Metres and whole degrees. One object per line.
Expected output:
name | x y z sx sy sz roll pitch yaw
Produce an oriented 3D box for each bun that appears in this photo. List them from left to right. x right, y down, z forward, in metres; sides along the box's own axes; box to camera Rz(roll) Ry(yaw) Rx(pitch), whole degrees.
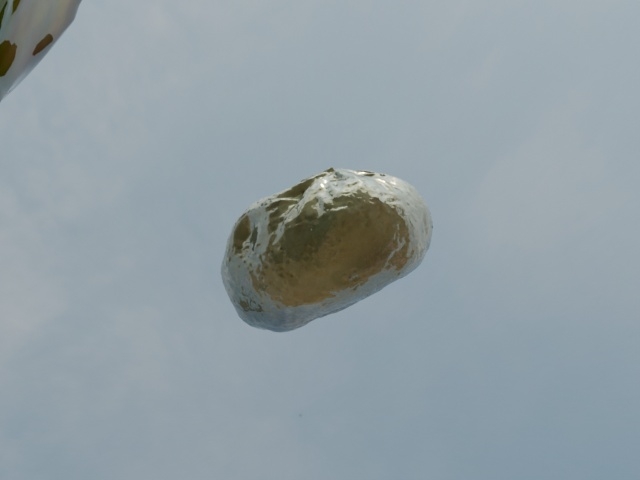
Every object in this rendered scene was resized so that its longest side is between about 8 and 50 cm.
bun | 0.000 0.000 0.535 0.083 0.083 0.045 -24 -83 -3

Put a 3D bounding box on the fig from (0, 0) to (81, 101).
fig | -0.129 -0.133 0.374 0.206 0.206 0.275 43 -66 4
